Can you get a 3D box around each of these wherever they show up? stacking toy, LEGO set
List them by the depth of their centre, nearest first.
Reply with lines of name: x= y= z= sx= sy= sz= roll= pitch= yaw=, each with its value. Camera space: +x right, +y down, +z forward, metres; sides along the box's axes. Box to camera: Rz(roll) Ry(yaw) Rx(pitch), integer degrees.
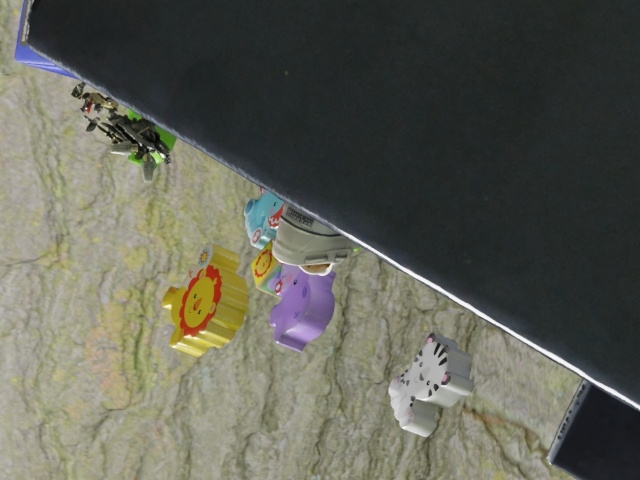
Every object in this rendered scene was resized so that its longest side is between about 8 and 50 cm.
LEGO set: x=-0.101 y=-0.061 z=0.800 sx=0.083 sy=0.023 sz=0.054 roll=45 pitch=-165 yaw=27
stacking toy: x=-0.017 y=0.002 z=0.858 sx=0.167 sy=0.052 sz=0.221 roll=23 pitch=-151 yaw=-31

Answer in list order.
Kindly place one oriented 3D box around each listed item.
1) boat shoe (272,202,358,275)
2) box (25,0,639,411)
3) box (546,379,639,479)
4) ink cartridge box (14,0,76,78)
boat shoe: x=0.000 y=0.000 z=0.789 sx=0.035 sy=0.035 sz=0.100 roll=27 pitch=-171 yaw=14
box: x=0.191 y=-0.101 z=0.857 sx=0.480 sy=0.297 sz=0.471 roll=31 pitch=-168 yaw=32
box: x=0.267 y=0.133 z=0.984 sx=0.207 sy=0.108 sz=0.153 roll=28 pitch=-170 yaw=13
ink cartridge box: x=-0.056 y=-0.224 z=1.137 sx=0.395 sy=0.270 sz=0.151 roll=12 pitch=180 yaw=-42
